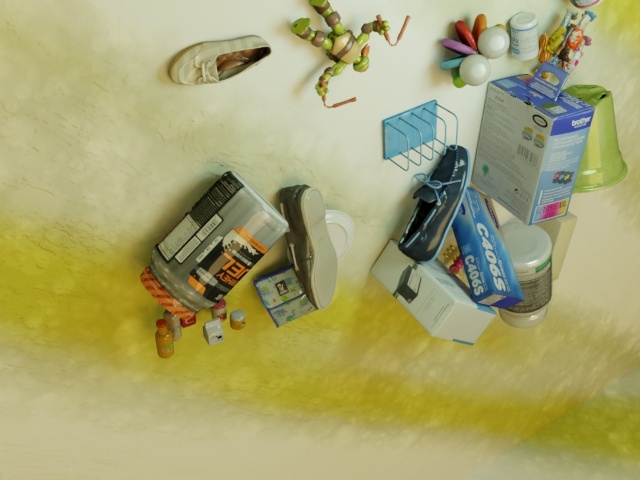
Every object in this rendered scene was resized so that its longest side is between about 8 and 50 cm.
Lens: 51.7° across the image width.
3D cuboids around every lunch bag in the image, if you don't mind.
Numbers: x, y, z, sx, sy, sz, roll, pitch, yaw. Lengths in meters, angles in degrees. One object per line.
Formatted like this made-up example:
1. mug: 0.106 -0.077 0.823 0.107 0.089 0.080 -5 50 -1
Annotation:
1. lunch bag: -0.092 0.138 1.750 0.129 0.096 0.151 -24 123 0

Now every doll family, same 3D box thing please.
1. doll family: 0.660 -0.530 1.826 0.163 0.118 0.263 -59 159 4

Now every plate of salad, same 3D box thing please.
1. plate of salad: 0.000 0.000 1.754 0.200 0.048 0.200 -16 130 -21

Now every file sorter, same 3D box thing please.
1. file sorter: 0.261 -0.268 1.712 0.170 0.104 0.118 -25 134 -21

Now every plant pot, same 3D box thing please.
1. plant pot: 0.772 -0.317 1.973 0.276 0.276 0.254 -25 122 -20

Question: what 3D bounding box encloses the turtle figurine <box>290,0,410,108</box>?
1. turtle figurine: 0.052 -0.439 1.439 0.269 0.087 0.217 -45 130 12

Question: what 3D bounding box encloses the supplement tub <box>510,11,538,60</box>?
1. supplement tub: 0.539 -0.539 1.743 0.071 0.071 0.107 -33 135 -13

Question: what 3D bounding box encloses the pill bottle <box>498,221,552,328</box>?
1. pill bottle: 0.685 0.129 2.256 0.204 0.204 0.361 -32 135 -13

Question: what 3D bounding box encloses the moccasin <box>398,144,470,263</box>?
1. moccasin: 0.313 -0.108 1.820 0.117 0.138 0.342 18 88 -18

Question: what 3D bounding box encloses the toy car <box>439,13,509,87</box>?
1. toy car: 0.367 -0.471 1.630 0.136 0.159 0.182 31 103 -11

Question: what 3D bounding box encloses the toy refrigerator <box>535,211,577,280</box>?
1. toy refrigerator: 0.814 0.015 2.343 0.094 0.102 0.269 -17 129 -26

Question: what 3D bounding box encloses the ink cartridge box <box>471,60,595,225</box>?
1. ink cartridge box: 0.577 -0.279 1.815 0.151 0.270 0.395 -17 130 -20

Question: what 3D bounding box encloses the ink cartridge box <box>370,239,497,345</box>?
1. ink cartridge box: 0.325 0.150 1.926 0.223 0.307 0.129 18 112 -44

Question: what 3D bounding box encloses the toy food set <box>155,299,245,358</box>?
1. toy food set: -0.301 0.189 1.623 0.232 0.111 0.104 -16 130 -24

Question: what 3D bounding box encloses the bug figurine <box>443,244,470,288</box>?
1. bug figurine: 0.448 0.131 2.175 0.279 0.072 0.216 22 106 -44

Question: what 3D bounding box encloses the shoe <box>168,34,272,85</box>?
1. shoe: -0.198 -0.362 1.327 0.219 0.058 0.076 -25 133 -20

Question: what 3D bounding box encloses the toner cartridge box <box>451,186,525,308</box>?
1. toner cartridge box: 0.472 0.018 1.921 0.165 0.348 0.075 15 144 -44

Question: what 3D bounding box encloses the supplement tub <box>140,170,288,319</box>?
1. supplement tub: -0.241 0.015 1.481 0.316 0.193 0.193 -46 137 2

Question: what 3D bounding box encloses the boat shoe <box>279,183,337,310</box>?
1. boat shoe: -0.032 0.015 1.661 0.112 0.095 0.335 -34 124 -45

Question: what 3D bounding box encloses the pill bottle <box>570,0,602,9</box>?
1. pill bottle: 0.665 -0.688 1.700 0.180 0.108 0.108 24 105 -45
